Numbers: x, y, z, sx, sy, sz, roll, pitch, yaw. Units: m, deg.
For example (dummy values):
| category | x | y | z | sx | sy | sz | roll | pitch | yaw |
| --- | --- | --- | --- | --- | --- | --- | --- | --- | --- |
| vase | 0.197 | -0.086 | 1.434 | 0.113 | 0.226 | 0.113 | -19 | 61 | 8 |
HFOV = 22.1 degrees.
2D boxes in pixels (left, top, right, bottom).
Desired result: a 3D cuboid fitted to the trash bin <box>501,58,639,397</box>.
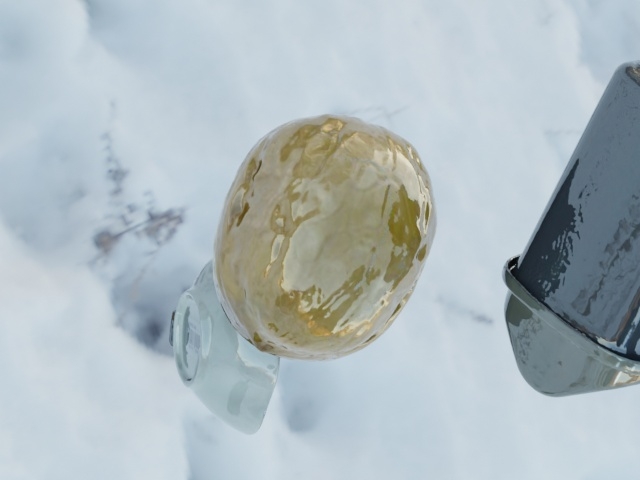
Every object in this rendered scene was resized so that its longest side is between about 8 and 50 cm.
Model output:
| category | x | y | z | sx | sy | sz | roll | pitch | yaw |
| --- | --- | --- | --- | --- | --- | --- | --- | --- | --- |
| trash bin | 0.288 | -0.002 | 1.397 | 0.209 | 0.290 | 0.182 | -5 | 35 | -43 |

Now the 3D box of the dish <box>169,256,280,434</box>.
| category | x | y | z | sx | sy | sz | roll | pitch | yaw |
| --- | --- | --- | --- | --- | --- | --- | --- | --- | --- |
| dish | -0.100 | 0.093 | 1.572 | 0.066 | 0.190 | 0.191 | 0 | 74 | -22 |

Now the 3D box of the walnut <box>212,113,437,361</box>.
| category | x | y | z | sx | sy | sz | roll | pitch | yaw |
| --- | --- | --- | --- | --- | --- | --- | --- | --- | --- |
| walnut | 0.000 | 0.000 | 1.421 | 0.195 | 0.195 | 0.222 | 34 | 78 | -27 |
